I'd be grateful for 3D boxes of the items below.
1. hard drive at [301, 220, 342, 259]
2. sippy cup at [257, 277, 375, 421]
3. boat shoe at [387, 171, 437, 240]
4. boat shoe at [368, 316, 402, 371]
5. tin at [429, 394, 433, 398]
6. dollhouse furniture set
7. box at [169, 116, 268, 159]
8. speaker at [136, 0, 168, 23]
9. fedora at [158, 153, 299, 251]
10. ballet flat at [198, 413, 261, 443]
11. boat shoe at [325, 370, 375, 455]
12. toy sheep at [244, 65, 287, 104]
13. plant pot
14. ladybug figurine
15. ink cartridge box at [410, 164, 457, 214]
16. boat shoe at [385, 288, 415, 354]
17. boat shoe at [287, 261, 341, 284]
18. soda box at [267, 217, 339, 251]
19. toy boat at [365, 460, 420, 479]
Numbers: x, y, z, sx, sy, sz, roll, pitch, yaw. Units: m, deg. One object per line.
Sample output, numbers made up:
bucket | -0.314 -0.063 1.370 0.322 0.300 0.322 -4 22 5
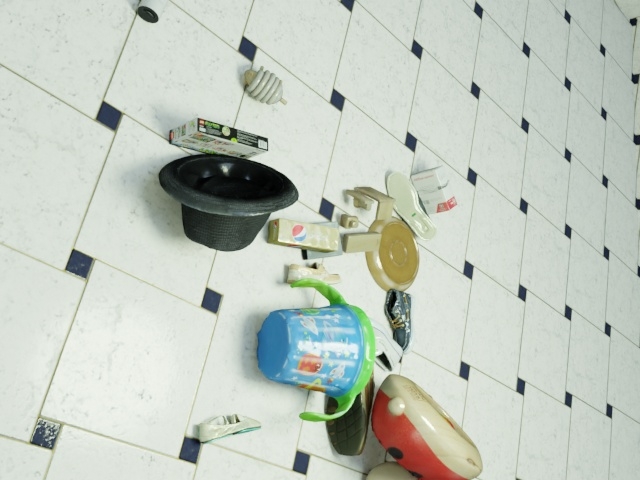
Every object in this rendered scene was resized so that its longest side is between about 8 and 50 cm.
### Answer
hard drive | 0.000 0.000 1.996 0.135 0.022 0.094 -6 86 -45
sippy cup | -0.024 0.258 1.793 0.224 0.305 0.240 11 118 -32
boat shoe | 0.270 -0.105 2.265 0.233 0.084 0.079 57 10 -11
boat shoe | 0.151 0.283 2.042 0.226 0.083 0.076 41 54 -32
tin | 0.273 0.515 2.150 0.189 0.040 0.106 -36 103 -43
dollhouse furniture set | 0.106 -0.061 2.105 0.144 0.123 0.151 -5 113 -33
box | -0.235 -0.232 1.747 0.206 0.114 0.036 10 74 -44
speaker | -0.373 -0.567 1.722 0.055 0.055 0.136 36 58 -34
fedora | -0.213 -0.076 1.684 0.334 0.334 0.153 -10 124 -45
ballet flat | -0.201 0.416 1.687 0.168 0.057 0.053 -2 73 -45
boat shoe | 0.094 0.388 1.936 0.119 0.122 0.324 6 84 -52
toy sheep | -0.137 -0.389 1.899 0.132 0.091 0.091 31 59 -15
plant pot | 0.221 0.039 2.201 0.236 0.032 0.237 11 74 -42
ladybug figurine | 0.262 0.505 1.939 0.162 0.305 0.449 -43 135 2
ink cartridge box | 0.353 -0.156 2.325 0.056 0.099 0.135 -31 104 -44
boat shoe | 0.223 0.231 2.146 0.083 0.065 0.184 23 60 -37
boat shoe | -0.012 0.085 1.937 0.170 0.063 0.059 4 84 -44
soda box | -0.042 -0.011 1.906 0.181 0.058 0.061 10 78 -30
toy boat | 0.193 0.706 1.980 0.151 0.150 0.231 53 42 -65
